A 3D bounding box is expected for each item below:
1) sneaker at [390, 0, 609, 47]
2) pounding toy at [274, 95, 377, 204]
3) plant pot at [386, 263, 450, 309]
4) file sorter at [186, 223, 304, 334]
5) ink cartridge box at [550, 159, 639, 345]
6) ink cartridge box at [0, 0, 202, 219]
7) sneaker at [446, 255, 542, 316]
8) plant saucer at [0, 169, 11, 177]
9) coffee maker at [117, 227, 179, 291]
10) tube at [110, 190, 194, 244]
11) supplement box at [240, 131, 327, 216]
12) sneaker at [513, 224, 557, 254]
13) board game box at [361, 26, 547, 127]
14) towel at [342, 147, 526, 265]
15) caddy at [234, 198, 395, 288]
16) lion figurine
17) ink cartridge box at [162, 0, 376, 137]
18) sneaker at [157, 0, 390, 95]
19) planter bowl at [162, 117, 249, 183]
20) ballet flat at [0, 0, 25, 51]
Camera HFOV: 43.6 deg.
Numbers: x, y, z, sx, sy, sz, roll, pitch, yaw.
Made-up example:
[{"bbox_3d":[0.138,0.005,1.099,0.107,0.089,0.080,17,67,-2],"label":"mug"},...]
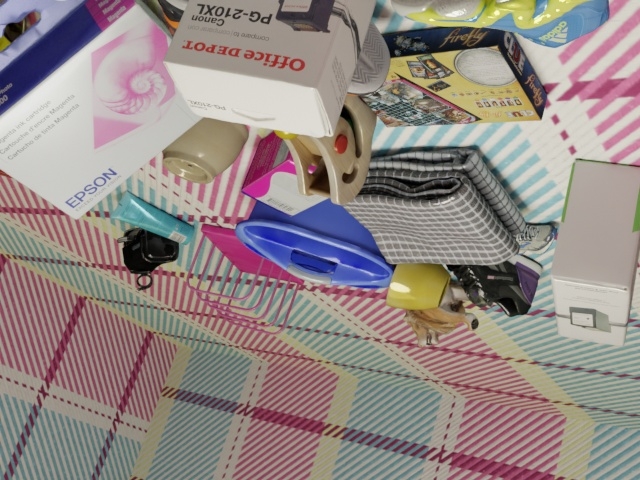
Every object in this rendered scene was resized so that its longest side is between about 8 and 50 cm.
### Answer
[{"bbox_3d":[0.200,-0.250,0.871,0.240,0.091,0.126,5,158,31],"label":"sneaker"},{"bbox_3d":[-0.019,-0.151,1.193,0.154,0.154,0.269,17,173,34],"label":"pounding toy"},{"bbox_3d":[0.197,0.083,1.563,0.095,0.134,0.134,22,163,16],"label":"plant pot"},{"bbox_3d":[-0.198,0.112,2.106,0.202,0.182,0.291,11,160,21],"label":"file sorter"},{"bbox_3d":[0.440,0.028,1.263,0.114,0.199,0.273,9,160,22],"label":"ink cartridge box"},{"bbox_3d":[-0.356,-0.216,1.184,0.330,0.324,0.071,43,-168,-53],"label":"ink cartridge box"},{"bbox_3d":[0.315,0.062,1.587,0.283,0.124,0.107,24,160,-17],"label":"sneaker"},{"bbox_3d":[-0.765,-0.208,1.938,0.258,0.048,0.259,15,162,11],"label":"plant saucer"},{"bbox_3d":[-0.450,0.034,2.151,0.178,0.120,0.171,-15,99,59],"label":"coffee maker"},{"bbox_3d":[-0.422,-0.050,2.042,0.207,0.080,0.052,26,-171,-29],"label":"tube"},{"bbox_3d":[-0.036,-0.131,1.385,0.111,0.114,0.220,26,161,-20],"label":"supplement box"},{"bbox_3d":[0.374,-0.006,1.461,0.058,0.052,0.135,29,158,-18],"label":"sneaker"},{"bbox_3d":[0.159,-0.216,1.076,0.243,0.042,0.165,3,156,36],"label":"board game box"},{"bbox_3d":[0.182,-0.052,1.392,0.283,0.121,0.235,1,154,40],"label":"towel"},{"bbox_3d":[0.000,0.000,1.619,0.341,0.179,0.241,18,160,1],"label":"caddy"},{"bbox_3d":[0.230,0.103,1.817,0.240,0.142,0.392,9,147,46],"label":"lion figurine"},{"bbox_3d":[-0.041,-0.247,0.866,0.171,0.237,0.100,12,161,15],"label":"ink cartridge box"},{"bbox_3d":[-0.063,-0.266,1.055,0.321,0.125,0.180,29,165,2],"label":"sneaker"},{"bbox_3d":[-0.222,-0.170,1.451,0.162,0.109,0.162,15,161,5],"label":"planter bowl"},{"bbox_3d":[-0.508,-0.362,1.254,0.077,0.077,0.231,-2,165,-7],"label":"ballet flat"}]
